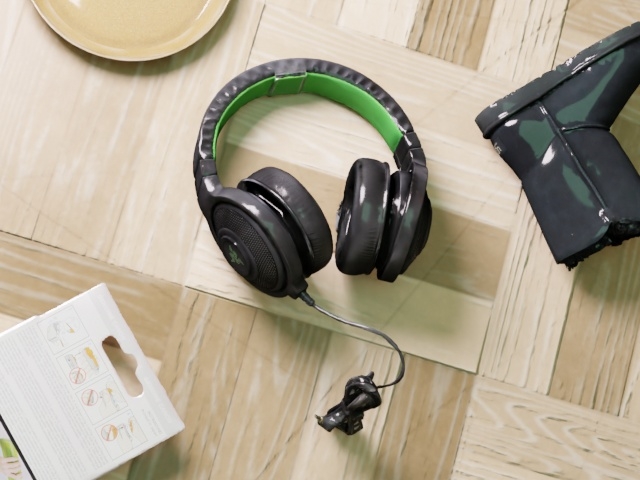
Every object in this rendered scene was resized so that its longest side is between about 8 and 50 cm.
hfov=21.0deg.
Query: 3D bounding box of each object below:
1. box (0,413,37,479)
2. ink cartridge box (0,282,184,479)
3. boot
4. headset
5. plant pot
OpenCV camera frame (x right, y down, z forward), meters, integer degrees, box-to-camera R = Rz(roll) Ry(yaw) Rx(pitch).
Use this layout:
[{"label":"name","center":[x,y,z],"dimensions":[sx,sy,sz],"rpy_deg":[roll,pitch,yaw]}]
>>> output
[{"label":"box","center":[-0.366,0.251,1.663],"dimensions":[0.169,0.087,0.290],"rpy_deg":[-33,84,28]},{"label":"ink cartridge box","center":[-0.280,0.173,1.761],"dimensions":[0.224,0.056,0.181],"rpy_deg":[-28,85,-20]},{"label":"boot","center":[0.319,-0.105,1.901],"dimensions":[0.246,0.094,0.207],"rpy_deg":[-31,82,-8]},{"label":"headset","center":[0.000,0.000,1.824],"dimensions":[0.243,0.185,0.394],"rpy_deg":[-8,65,-16]},{"label":"plant pot","center":[-0.209,-0.305,1.878],"dimensions":[0.236,0.032,0.236],"rpy_deg":[2,79,-11]}]
